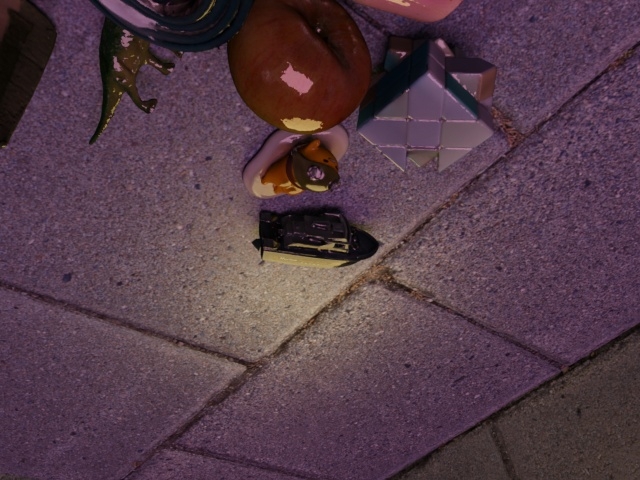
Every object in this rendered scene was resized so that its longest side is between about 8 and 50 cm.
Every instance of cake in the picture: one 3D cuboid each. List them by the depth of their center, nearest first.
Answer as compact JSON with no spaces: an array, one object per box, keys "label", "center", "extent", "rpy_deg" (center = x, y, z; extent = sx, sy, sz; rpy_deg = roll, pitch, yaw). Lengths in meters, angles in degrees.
[{"label":"cake","center":[-0.500,-0.281,0.989],"extent":[0.172,0.283,0.158],"rpy_deg":[-47,129,10]}]

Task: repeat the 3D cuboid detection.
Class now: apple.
[{"label":"apple","center":[-0.040,-0.301,1.096],"extent":[0.261,0.260,0.194],"rpy_deg":[17,146,-28]}]

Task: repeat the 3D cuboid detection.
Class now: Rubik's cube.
[{"label":"Rubik's cube","center":[0.199,-0.271,1.216],"extent":[0.224,0.213,0.265],"rpy_deg":[38,129,-23]}]

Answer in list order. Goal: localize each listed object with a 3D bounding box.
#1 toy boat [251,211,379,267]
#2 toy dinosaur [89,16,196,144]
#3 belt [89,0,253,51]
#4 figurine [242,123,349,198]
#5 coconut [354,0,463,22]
[{"label":"toy boat","center":[0.000,-0.002,1.501],"extent":[0.296,0.114,0.122],"rpy_deg":[5,142,-18]},{"label":"toy dinosaur","center":[-0.360,-0.359,1.068],"extent":[0.301,0.087,0.447],"rpy_deg":[28,116,-36]},{"label":"belt","center":[-0.217,-0.455,0.820],"extent":[0.300,0.173,0.436],"rpy_deg":[0,148,19]},{"label":"figurine","center":[-0.043,-0.127,1.343],"extent":[0.250,0.141,0.167],"rpy_deg":[-36,134,22]},{"label":"coconut","center":[0.154,-0.458,0.998],"extent":[0.245,0.233,0.233],"rpy_deg":[6,134,-27]}]
